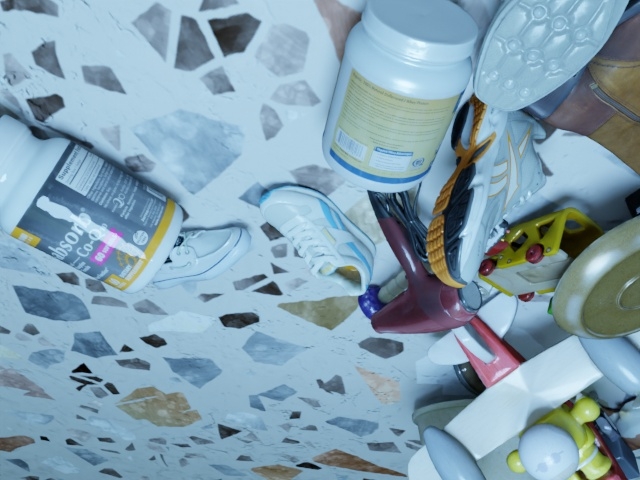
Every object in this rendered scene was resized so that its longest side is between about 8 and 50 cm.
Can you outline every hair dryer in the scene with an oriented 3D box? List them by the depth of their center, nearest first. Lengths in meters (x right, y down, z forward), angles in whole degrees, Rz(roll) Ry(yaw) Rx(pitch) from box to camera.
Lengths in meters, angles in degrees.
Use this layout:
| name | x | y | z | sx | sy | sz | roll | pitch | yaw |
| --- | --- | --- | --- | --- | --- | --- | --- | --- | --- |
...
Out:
| name | x | y | z | sx | sy | sz | roll | pitch | yaw |
| --- | --- | --- | --- | --- | --- | --- | --- | --- | --- |
| hair dryer | 0.147 | 0.034 | 0.871 | 0.080 | 0.224 | 0.293 | -15 | 132 | -43 |

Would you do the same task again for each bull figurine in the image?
| name | x | y | z | sx | sy | sz | roll | pitch | yaw |
| --- | --- | --- | --- | --- | --- | --- | --- | --- | --- |
| bull figurine | 0.687 | 0.359 | 1.204 | 0.189 | 0.101 | 0.310 | 27 | 132 | -17 |

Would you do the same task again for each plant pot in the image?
| name | x | y | z | sx | sy | sz | roll | pitch | yaw |
| --- | --- | --- | --- | --- | --- | --- | --- | --- | --- |
| plant pot | 0.433 | 0.060 | 0.796 | 0.237 | 0.032 | 0.236 | -9 | 131 | -10 |
| plant pot | 0.362 | 0.521 | 1.210 | 0.334 | 0.305 | 0.333 | 3 | 152 | 1 |

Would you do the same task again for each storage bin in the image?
| name | x | y | z | sx | sy | sz | roll | pitch | yaw |
| --- | --- | --- | --- | --- | --- | --- | --- | --- | --- |
| storage bin | 0.595 | 0.459 | 1.207 | 0.091 | 0.098 | 0.135 | -27 | 127 | 31 |

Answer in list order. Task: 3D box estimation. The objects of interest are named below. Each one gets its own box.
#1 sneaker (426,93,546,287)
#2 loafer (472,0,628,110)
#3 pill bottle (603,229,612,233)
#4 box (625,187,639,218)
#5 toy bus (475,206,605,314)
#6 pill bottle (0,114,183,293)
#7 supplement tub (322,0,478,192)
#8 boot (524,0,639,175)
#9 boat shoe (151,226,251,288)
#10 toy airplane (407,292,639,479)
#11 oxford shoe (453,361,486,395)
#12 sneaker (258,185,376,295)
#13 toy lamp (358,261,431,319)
| name | x | y | z | sx | sy | sz | roll | pitch | yaw |
| --- | --- | --- | --- | --- | --- | --- | --- | --- | --- |
| sneaker | 0.215 | -0.059 | 0.702 | 0.121 | 0.262 | 0.099 | 22 | 163 | -12 |
| loafer | 0.259 | -0.272 | 0.575 | 0.112 | 0.111 | 0.319 | 28 | 130 | -6 |
| pill bottle | 0.504 | 0.049 | 0.902 | 0.170 | 0.094 | 0.094 | 16 | 136 | -11 |
| box | 0.557 | -0.036 | 0.817 | 0.180 | 0.077 | 0.147 | 28 | 132 | -21 |
| toy bus | 0.324 | 0.021 | 0.881 | 0.202 | 0.104 | 0.191 | 13 | 154 | 24 |
| pill bottle | -0.357 | -0.049 | 0.847 | 0.278 | 0.162 | 0.162 | 32 | 131 | -25 |
| supplement tub | 0.088 | -0.170 | 0.680 | 0.145 | 0.144 | 0.199 | 11 | 137 | -5 |
| boot | 0.409 | -0.186 | 0.664 | 0.281 | 0.096 | 0.264 | 23 | 134 | -18 |
| boat shoe | -0.219 | 0.024 | 0.964 | 0.226 | 0.083 | 0.076 | -24 | 130 | 29 |
| toy airplane | 0.349 | 0.278 | 0.962 | 0.385 | 0.272 | 0.385 | 5 | 103 | 11 |
| oxford shoe | 0.350 | 0.264 | 1.161 | 0.227 | 0.082 | 0.096 | 24 | 133 | -35 |
| sneaker | 0.000 | 0.000 | 0.909 | 0.229 | 0.092 | 0.087 | 35 | 131 | -25 |
| toy lamp | 0.162 | 0.041 | 0.944 | 0.080 | 0.080 | 0.274 | 25 | 133 | -19 |
